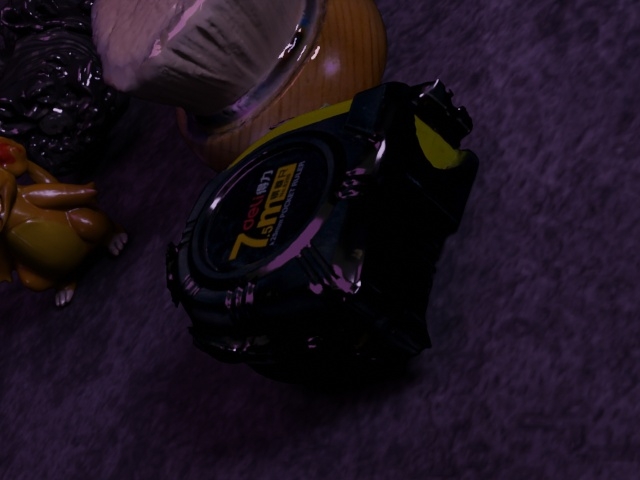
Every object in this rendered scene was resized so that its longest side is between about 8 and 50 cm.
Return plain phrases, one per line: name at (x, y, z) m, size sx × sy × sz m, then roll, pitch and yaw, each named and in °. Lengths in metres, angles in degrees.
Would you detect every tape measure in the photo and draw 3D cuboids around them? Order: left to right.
tape measure at (0.000, 0.000, 1.207) m, size 0.186 × 0.112 × 0.199 m, roll -12°, pitch 45°, yaw 38°

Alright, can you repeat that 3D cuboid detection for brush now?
brush at (-0.071, -0.170, 1.405) m, size 0.174 × 0.166 × 0.266 m, roll -44°, pitch 31°, yaw 15°

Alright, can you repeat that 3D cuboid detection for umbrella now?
umbrella at (-0.233, -0.197, 1.678) m, size 0.154 × 0.128 × 0.336 m, roll -37°, pitch 33°, yaw 29°

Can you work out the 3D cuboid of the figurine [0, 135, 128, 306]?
figurine at (-0.244, -0.035, 1.483) m, size 0.121 × 0.176 × 0.122 m, roll -38°, pitch 52°, yaw 20°
